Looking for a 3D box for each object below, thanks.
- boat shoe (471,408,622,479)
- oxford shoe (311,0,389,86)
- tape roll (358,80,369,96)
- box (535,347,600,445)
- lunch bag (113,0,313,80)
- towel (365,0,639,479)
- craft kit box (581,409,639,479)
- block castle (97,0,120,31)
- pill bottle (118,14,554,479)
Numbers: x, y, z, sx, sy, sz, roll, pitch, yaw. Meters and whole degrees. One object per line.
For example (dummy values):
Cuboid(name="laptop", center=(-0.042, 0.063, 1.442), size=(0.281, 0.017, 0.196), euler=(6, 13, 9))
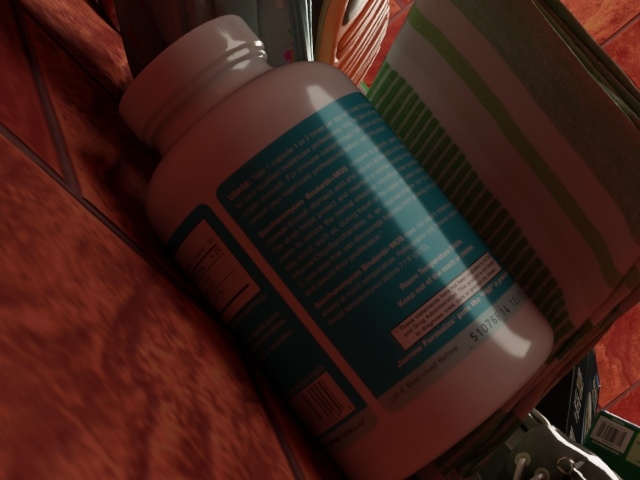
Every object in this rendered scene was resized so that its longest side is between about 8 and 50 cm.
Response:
Cuboid(name="boat shoe", center=(0.131, 0.169, 0.901), size=(0.095, 0.112, 0.335), euler=(28, 9, -22))
Cuboid(name="oxford shoe", center=(-0.038, -0.140, 1.026), size=(0.133, 0.130, 0.364), euler=(32, -27, 3))
Cuboid(name="tape roll", center=(0.007, -0.158, 1.424), size=(0.321, 0.077, 0.321), euler=(50, 15, -18))
Cuboid(name="box", center=(0.215, 0.157, 1.125), size=(0.180, 0.077, 0.147), euler=(65, 34, -51))
Cuboid(name="lunch bag", center=(-0.074, -0.165, 0.825), size=(0.224, 0.108, 0.279), euler=(-129, -154, -52))
Cuboid(name="towel", center=(0.086, -0.005, 0.768), size=(0.038, 0.325, 0.248), euler=(-12, 57, -37))
Cuboid(name="craft kit box", center=(0.369, 0.256, 1.087), size=(0.250, 0.061, 0.246), euler=(25, -8, 26))
Cuboid(name="block castle", center=(-0.183, -0.395, 1.008), size=(0.213, 0.303, 0.453), euler=(47, 3, 28))
Cuboid(name="pill bottle", center=(0.000, 0.000, 0.678), size=(0.264, 0.146, 0.146), euler=(52, 6, 4))
